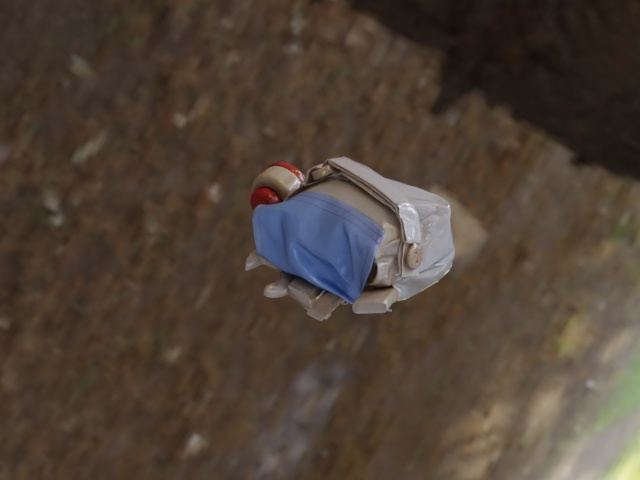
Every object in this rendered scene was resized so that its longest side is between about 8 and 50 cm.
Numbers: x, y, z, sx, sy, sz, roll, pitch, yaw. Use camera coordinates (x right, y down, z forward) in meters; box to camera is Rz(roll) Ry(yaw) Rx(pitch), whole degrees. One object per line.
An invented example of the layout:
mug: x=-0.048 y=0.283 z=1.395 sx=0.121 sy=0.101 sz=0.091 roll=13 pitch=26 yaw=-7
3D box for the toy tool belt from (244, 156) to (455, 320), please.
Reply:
toy tool belt: x=0.000 y=0.000 z=0.604 sx=0.051 sy=0.083 sz=0.052 roll=-41 pitch=135 yaw=-38
